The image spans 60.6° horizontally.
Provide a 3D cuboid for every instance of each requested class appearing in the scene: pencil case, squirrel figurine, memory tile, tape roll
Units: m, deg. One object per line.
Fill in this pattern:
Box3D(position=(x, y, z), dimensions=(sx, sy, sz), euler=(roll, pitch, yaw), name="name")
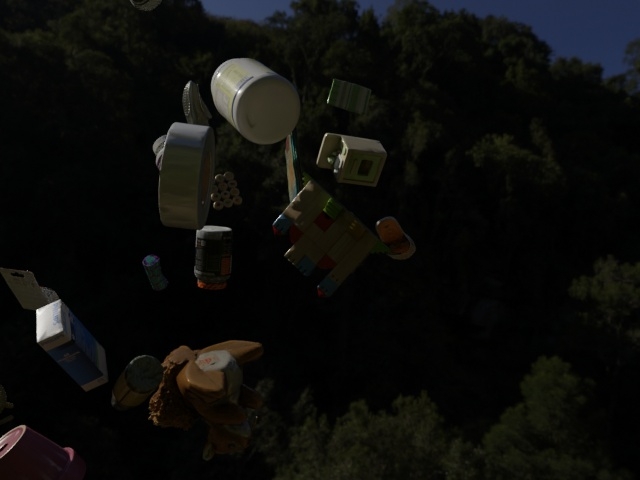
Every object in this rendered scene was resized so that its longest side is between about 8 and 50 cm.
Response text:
Box3D(position=(-0.678, 0.134, 2.257), dimensions=(0.064, 0.070, 0.152), euler=(38, -34, 39), name="pencil case")
Box3D(position=(-0.395, 0.569, 1.931), dimensions=(0.396, 0.371, 0.281), euler=(4, 25, 17), name="squirrel figurine")
Box3D(position=(-0.369, -0.191, 2.098), dimensions=(0.113, 0.148, 0.012), euler=(-15, -22, -17), name="memory tile")
Box3D(position=(-0.356, -0.172, 1.486), dimensions=(0.100, 0.286, 0.286), euler=(6, -14, -4), name="tape roll")

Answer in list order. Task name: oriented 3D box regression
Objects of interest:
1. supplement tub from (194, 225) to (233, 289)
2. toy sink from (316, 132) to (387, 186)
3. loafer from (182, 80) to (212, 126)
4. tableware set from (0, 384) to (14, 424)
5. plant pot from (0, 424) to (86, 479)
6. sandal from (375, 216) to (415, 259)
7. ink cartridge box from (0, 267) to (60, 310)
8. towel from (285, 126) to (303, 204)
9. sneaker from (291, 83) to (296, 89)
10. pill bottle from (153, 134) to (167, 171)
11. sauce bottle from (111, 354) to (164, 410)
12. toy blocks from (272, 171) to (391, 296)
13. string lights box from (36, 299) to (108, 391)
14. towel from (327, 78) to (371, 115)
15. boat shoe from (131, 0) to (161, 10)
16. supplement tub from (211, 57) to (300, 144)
Box3D(position=(-0.341, 0.054, 1.749), dimensions=(0.116, 0.191, 0.117), euler=(5, 8, -1), name="supplement tub")
Box3D(position=(0.122, -0.317, 2.173), dimensions=(0.234, 0.131, 0.153), euler=(6, -56, -18), name="toy sink")
Box3D(position=(-0.466, -0.481, 2.095), dimensions=(0.087, 0.251, 0.094), euler=(-10, 8, -29), name="loafer")
Box3D(position=(-0.807, 0.385, 1.232), dimensions=(0.194, 0.128, 0.039), euler=(-23, -7, -20), name="tableware set")
Box3D(position=(-0.710, 0.559, 1.329), dimensions=(0.201, 0.201, 0.180), euler=(-9, -59, 47), name="plant pot")
Box3D(position=(0.260, 0.015, 1.895), dimensions=(0.101, 0.076, 0.265), euler=(-26, -37, 15), name="sandal")
Box3D(position=(-0.926, 0.151, 1.755), dimensions=(0.145, 0.045, 0.179), euler=(5, -53, 19), name="ink cartridge box")
Box3D(position=(-0.105, -0.248, 2.105), dimensions=(0.040, 0.370, 0.271), euler=(-3, -23, -9), name="towel")
Box3D(position=(-0.152, -0.575, 2.384), dimensions=(0.127, 0.208, 0.319), euler=(37, 7, -46), name="sneaker")
Box3D(position=(-0.621, -0.321, 2.418), dimensions=(0.169, 0.302, 0.169), euler=(-29, -25, -15), name="pill bottle")
Box3D(position=(-0.572, 0.447, 1.670), dimensions=(0.111, 0.112, 0.344), euler=(14, -33, -26), name="sauce bottle")
Box3D(position=(0.000, 0.000, 1.755), dimensions=(0.381, 0.261, 0.191), euler=(43, 7, 9), name="toy blocks")
Box3D(position=(-0.717, 0.308, 1.594), dimensions=(0.076, 0.133, 0.260), euler=(-24, -46, -7), name="string lights box")
Box3D(position=(0.109, -0.544, 2.080), dimensions=(0.151, 0.113, 0.023), euler=(16, -16, -3), name="towel")
Box3D(position=(-0.423, -0.745, 1.339), dimensions=(0.121, 0.335, 0.119), euler=(20, 11, 17), name="boat shoe")
Box3D(position=(-0.234, -0.490, 1.892), dimensions=(0.235, 0.235, 0.325), euler=(18, 18, -37), name="supplement tub")
